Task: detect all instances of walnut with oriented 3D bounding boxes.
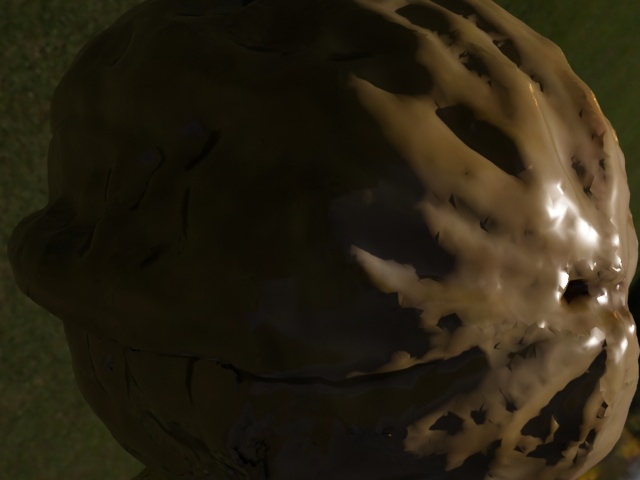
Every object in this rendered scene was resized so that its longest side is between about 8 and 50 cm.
[{"bbox_3d":[0.000,0.000,0.435,0.198,0.198,0.245,-39,-149,-27],"label":"walnut"}]

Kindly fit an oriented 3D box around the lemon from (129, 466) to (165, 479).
[{"bbox_3d":[-0.132,0.389,1.387,0.285,0.316,0.285,-9,131,-10],"label":"lemon"}]
